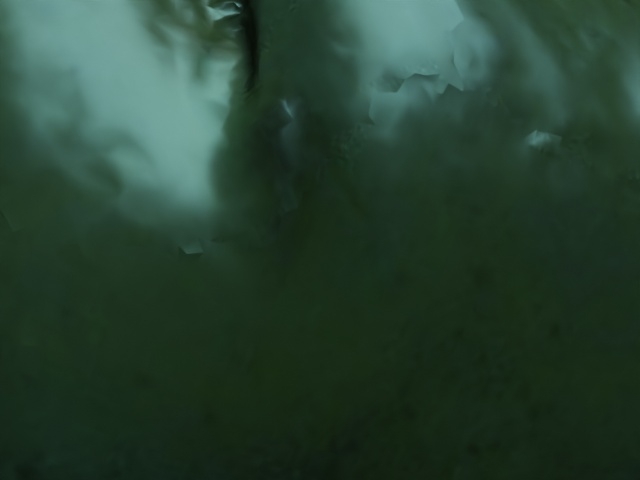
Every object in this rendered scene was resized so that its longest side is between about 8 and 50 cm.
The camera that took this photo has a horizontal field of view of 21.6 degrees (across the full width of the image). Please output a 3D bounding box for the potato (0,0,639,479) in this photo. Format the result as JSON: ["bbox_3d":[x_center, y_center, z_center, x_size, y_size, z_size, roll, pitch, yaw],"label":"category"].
[{"bbox_3d":[0.000,0.000,0.450,0.326,0.221,0.243,3,30,-29],"label":"potato"}]
